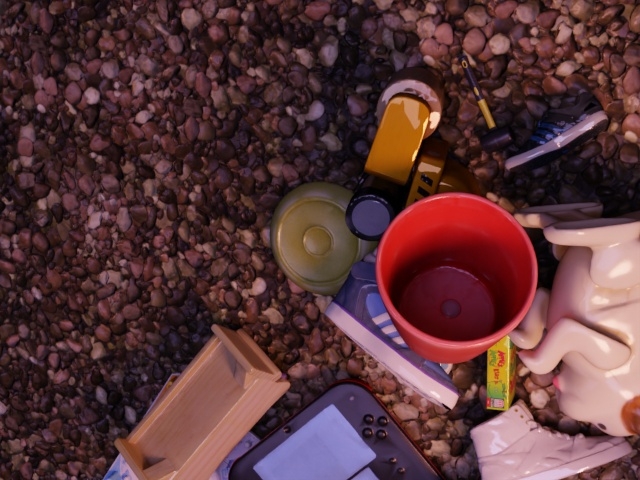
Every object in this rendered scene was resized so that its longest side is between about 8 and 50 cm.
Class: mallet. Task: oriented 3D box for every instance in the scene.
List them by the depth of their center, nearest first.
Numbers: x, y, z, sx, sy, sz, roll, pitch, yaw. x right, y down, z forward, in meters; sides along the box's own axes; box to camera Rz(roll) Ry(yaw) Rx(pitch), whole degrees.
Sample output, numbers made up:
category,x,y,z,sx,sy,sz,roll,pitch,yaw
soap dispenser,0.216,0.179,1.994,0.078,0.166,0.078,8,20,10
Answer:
category,x,y,z,sx,sy,sz,roll,pitch,yaw
mallet,0.297,-0.253,1.866,0.062,0.039,0.190,-32,85,26

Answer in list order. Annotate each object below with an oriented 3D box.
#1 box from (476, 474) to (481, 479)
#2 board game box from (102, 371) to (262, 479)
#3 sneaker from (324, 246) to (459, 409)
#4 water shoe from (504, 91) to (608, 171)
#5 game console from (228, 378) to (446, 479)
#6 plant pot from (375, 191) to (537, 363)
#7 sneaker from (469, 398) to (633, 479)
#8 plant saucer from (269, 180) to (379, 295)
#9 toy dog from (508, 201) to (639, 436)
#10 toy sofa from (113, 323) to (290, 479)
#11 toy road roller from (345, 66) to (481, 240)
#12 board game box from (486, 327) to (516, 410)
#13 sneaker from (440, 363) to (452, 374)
category,x,y,z,sx,sy,sz,roll,pitch,yaw
box,0.337,0.593,1.941,0.168,0.203,0.167,29,110,13
board game box,-0.283,0.560,2.250,0.390,0.050,0.390,38,111,9
sneaker,0.188,0.140,1.896,0.322,0.130,0.236,37,83,24
water shoe,0.424,-0.197,1.819,0.203,0.073,0.080,-28,69,20
game console,0.032,0.512,2.083,0.386,0.060,0.342,-40,86,13
plant pot,0.229,0.089,1.726,0.274,0.243,0.275,-1,67,3
sneaker,0.436,0.377,1.907,0.292,0.108,0.169,-16,71,2
plant saucer,0.000,0.000,2.028,0.241,0.037,0.241,5,104,20
toy dog,0.521,0.144,1.768,0.395,0.284,0.408,-5,100,-12
toy sofa,-0.248,0.364,2.113,0.362,0.177,0.150,-50,58,7
toy road roller,0.199,-0.135,1.843,0.240,0.202,0.330,17,113,4
board game box,0.351,0.226,1.916,0.043,0.092,0.181,3,102,19
sneaker,0.163,0.194,1.994,0.237,0.085,0.086,34,85,14
